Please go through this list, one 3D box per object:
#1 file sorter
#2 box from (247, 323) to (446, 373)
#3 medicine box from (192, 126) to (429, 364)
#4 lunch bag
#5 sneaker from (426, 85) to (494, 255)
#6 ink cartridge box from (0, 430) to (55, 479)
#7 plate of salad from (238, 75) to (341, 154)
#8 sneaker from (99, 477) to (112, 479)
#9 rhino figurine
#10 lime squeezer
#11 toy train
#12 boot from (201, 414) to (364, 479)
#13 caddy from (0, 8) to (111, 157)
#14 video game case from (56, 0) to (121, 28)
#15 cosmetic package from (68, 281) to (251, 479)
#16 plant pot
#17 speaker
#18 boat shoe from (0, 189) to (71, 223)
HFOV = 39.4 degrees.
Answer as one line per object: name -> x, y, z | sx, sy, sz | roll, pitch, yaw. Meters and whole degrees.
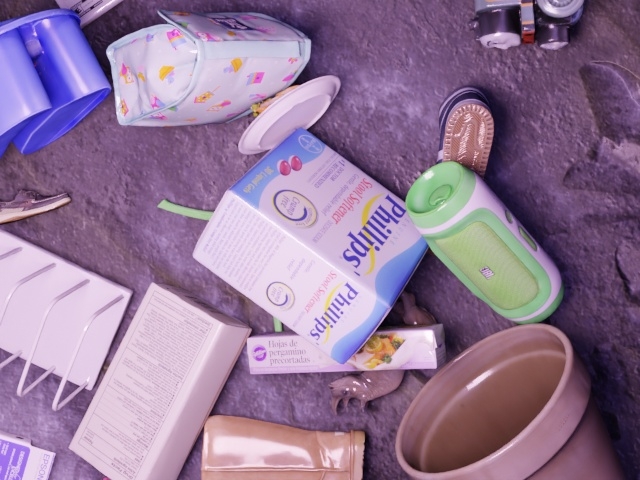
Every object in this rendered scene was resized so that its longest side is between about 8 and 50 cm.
file sorter -> -0.490, 0.129, 1.460 | 0.278, 0.173, 0.192 | 25, 103, 2
box -> 0.039, 0.176, 1.448 | 0.324, 0.067, 0.063 | -5, 90, 23
medicine box -> 0.000, 0.000, 1.397 | 0.289, 0.263, 0.149 | 35, 126, 3
lunch bag -> -0.171, -0.271, 1.388 | 0.223, 0.262, 0.160 | -10, 88, -41
sneaker -> 0.225, -0.122, 1.498 | 0.099, 0.153, 0.282 | 12, 120, 0
ink cartridge box -> -0.577, 0.428, 1.540 | 0.208, 0.045, 0.206 | 17, 91, 1
plate of salad -> -0.054, -0.208, 1.450 | 0.200, 0.200, 0.048 | -36, 80, 2
sneaker -> -0.384, 0.448, 1.537 | 0.119, 0.047, 0.057 | -25, 95, 9
rhino figurine -> 0.099, 0.198, 1.502 | 0.106, 0.073, 0.243 | 39, 93, 6
lime squeezer -> -0.138, 0.018, 1.522 | 0.110, 0.059, 0.310 | -42, 89, 1
toy train -> 0.332, -0.477, 1.475 | 0.190, 0.142, 0.333 | -3, 91, 14
boot -> -0.064, 0.419, 1.504 | 0.270, 0.089, 0.236 | 2, 77, 1
caddy -> -0.494, -0.245, 1.413 | 0.341, 0.241, 0.179 | -25, 95, 46
video game case -> -0.390, -0.502, 1.553 | 0.212, 0.023, 0.193 | -34, 88, 2
cosmetic package -> -0.262, 0.243, 1.475 | 0.160, 0.113, 0.309 | 28, 92, 24
plant pot -> 0.328, 0.336, 1.397 | 0.323, 0.323, 0.280 | -41, 104, 1
speaker -> 0.263, 0.009, 1.410 | 0.131, 0.131, 0.296 | -47, 119, 1
boat shoe -> -0.506, -0.063, 1.537 | 0.152, 0.056, 0.049 | -15, 94, 2
